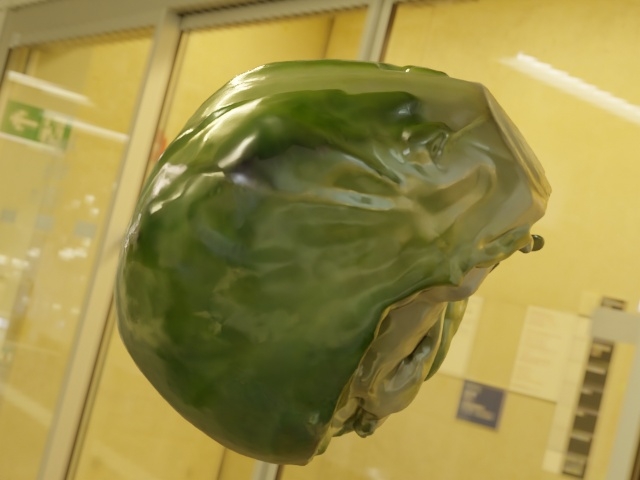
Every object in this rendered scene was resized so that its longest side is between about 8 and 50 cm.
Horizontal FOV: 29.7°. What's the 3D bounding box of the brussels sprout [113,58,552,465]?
[{"bbox_3d":[0.000,0.000,1.008,0.315,0.371,0.276,49,11,2],"label":"brussels sprout"}]
